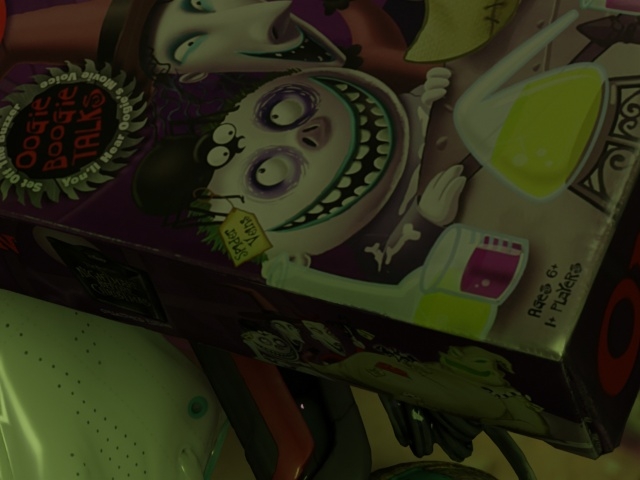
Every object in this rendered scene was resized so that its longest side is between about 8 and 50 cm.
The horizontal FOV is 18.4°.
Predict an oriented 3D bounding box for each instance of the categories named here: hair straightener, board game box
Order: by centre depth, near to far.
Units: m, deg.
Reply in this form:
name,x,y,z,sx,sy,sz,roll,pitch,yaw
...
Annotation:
name,x,y,z,sx,sy,sz,roll,pitch,yaw
board game box,0.031,-0.131,0.472,0.346,0.208,0.056,-64,146,-23
hair straightener,0.000,0.000,0.496,0.089,0.047,0.230,-12,55,-30

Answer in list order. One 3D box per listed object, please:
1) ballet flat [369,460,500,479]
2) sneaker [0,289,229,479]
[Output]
name,x,y,z,sx,sy,sz,roll,pitch,yaw
ballet flat,0.090,0.222,0.525,0.123,0.123,0.348,-24,94,-23
sneaker,-0.058,0.072,0.507,0.094,0.080,0.212,-17,89,-35
